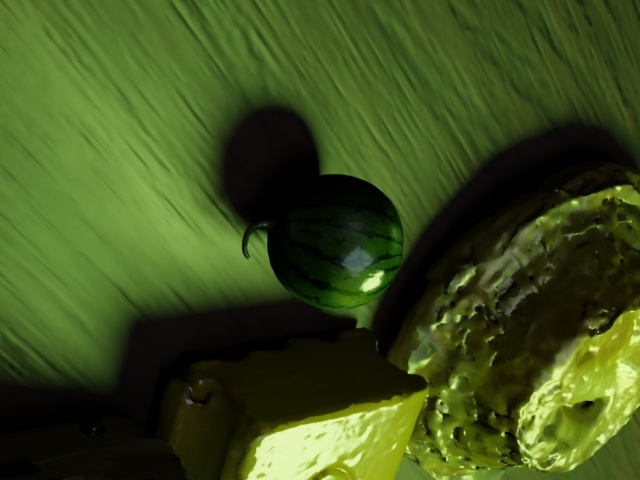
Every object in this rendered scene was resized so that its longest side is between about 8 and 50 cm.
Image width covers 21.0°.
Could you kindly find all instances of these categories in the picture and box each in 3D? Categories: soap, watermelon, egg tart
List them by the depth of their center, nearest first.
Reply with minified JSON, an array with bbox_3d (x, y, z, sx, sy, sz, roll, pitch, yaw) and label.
[{"bbox_3d":[0.006,-0.002,1.228,0.109,0.109,0.109,-27,137,-27],"label":"watermelon"},{"bbox_3d":[-0.053,0.234,1.366,0.204,0.096,0.324,-9,127,-42],"label":"soap"},{"bbox_3d":[0.205,0.092,1.484,0.341,0.129,0.341,-28,139,-28],"label":"egg tart"}]

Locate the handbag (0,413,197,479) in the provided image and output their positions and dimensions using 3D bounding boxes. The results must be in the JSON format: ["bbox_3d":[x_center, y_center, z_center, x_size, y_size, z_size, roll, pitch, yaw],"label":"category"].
[{"bbox_3d":[-0.230,0.271,1.183,0.301,0.149,0.283,-7,128,-44],"label":"handbag"}]
